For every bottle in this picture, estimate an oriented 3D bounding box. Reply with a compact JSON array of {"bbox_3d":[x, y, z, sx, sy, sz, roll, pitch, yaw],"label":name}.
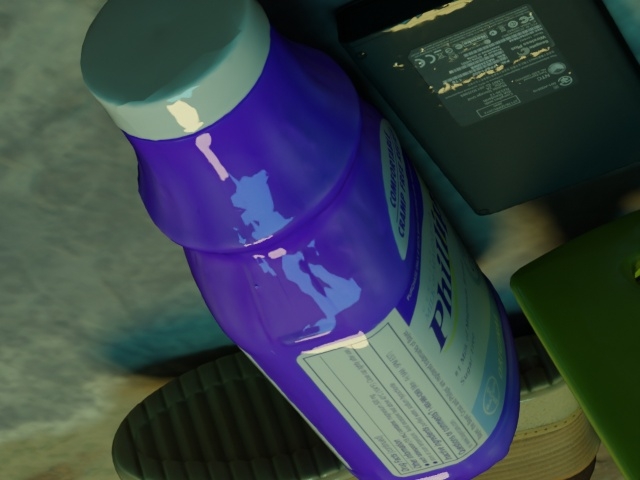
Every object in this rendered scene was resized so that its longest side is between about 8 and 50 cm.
[{"bbox_3d":[0.000,0.000,0.695,0.092,0.118,0.283,-17,141,16],"label":"bottle"}]

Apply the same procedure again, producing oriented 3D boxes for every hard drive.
[{"bbox_3d":[0.079,-0.064,0.696,0.094,0.022,0.135,-20,141,20],"label":"hard drive"}]

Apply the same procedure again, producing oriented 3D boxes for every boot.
[{"bbox_3d":[0.027,0.140,0.908,0.248,0.090,0.207,-9,142,0],"label":"boot"}]

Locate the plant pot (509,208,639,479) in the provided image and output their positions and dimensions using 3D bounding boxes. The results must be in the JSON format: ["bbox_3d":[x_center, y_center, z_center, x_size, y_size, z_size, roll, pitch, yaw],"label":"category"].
[{"bbox_3d":[0.246,0.089,0.746,0.207,0.228,0.227,-34,138,5],"label":"plant pot"}]
